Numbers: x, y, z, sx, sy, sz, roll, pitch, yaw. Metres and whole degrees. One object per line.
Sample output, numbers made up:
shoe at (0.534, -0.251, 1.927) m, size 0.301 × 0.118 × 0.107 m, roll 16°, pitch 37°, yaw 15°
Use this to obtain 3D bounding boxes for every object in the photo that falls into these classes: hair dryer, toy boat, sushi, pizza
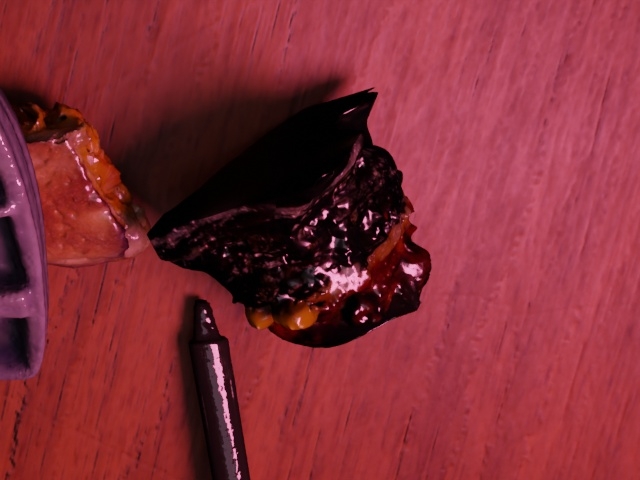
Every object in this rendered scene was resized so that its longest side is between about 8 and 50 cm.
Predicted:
hair dryer at (-0.066, 0.168, 1.543) m, size 0.070 × 0.114 × 0.248 m, roll -9°, pitch 100°, yaw -16°
toy boat at (-0.258, -0.027, 1.374) m, size 0.127 × 0.078 × 0.283 m, roll -2°, pitch 123°, yaw 6°
sushi at (0.000, 0.000, 1.468) m, size 0.153 × 0.172 × 0.150 m, roll -15°, pitch 112°, yaw 29°
pizza at (-0.259, -0.066, 1.446) m, size 0.305 × 0.085 × 0.161 m, roll 25°, pitch 123°, yaw -13°
